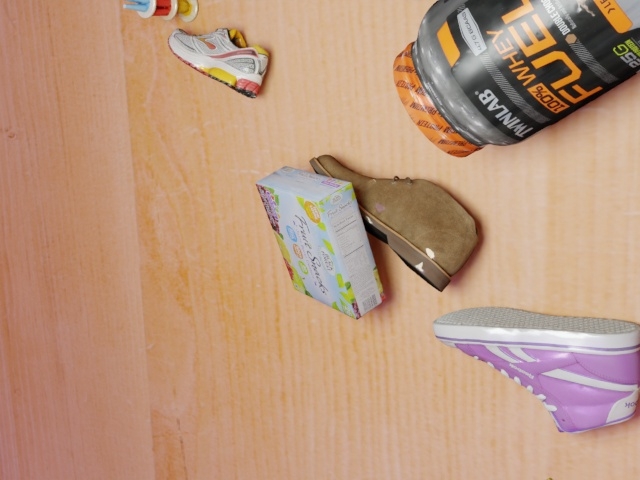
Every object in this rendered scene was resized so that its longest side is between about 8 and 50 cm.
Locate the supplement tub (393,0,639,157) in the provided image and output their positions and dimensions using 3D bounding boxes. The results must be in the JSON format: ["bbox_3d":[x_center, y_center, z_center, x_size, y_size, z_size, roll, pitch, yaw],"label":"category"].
[{"bbox_3d":[0.261,-0.249,0.837,0.338,0.207,0.207,-33,79,38],"label":"supplement tub"}]

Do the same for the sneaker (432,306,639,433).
[{"bbox_3d":[0.284,0.181,0.979,0.282,0.102,0.160,5,105,37],"label":"sneaker"}]

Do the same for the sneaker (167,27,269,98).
[{"bbox_3d":[-0.173,-0.325,1.247,0.225,0.088,0.092,31,96,29],"label":"sneaker"}]

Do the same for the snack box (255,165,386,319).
[{"bbox_3d":[0.000,0.000,1.104,0.175,0.070,0.207,22,138,51],"label":"snack box"}]

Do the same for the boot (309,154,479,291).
[{"bbox_3d":[0.108,-0.056,1.086,0.305,0.112,0.115,41,91,30],"label":"boot"}]

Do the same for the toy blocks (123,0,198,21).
[{"bbox_3d":[-0.296,-0.448,1.261,0.054,0.148,0.123,-20,87,38],"label":"toy blocks"}]

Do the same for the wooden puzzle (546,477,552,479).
[{"bbox_3d":[0.330,0.406,1.044,0.078,0.014,0.116,40,121,29],"label":"wooden puzzle"}]
